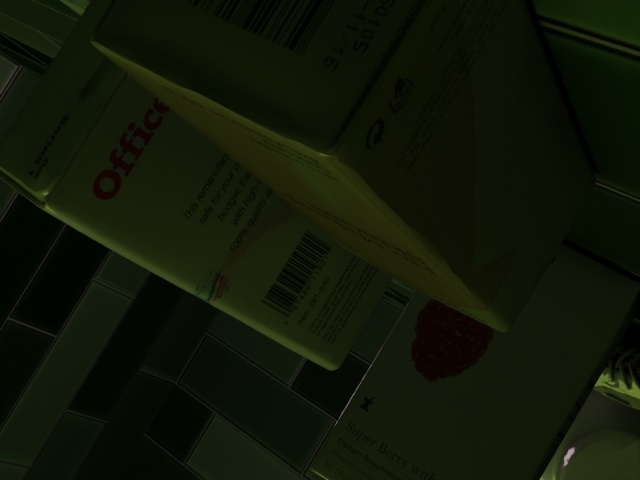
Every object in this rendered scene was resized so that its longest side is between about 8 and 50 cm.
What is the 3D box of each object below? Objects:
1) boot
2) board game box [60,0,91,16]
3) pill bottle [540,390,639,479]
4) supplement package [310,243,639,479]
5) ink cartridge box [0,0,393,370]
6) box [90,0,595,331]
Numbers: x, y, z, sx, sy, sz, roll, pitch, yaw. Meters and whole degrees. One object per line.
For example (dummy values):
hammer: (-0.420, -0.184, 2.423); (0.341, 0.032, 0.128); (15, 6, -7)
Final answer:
boot: (0.334, 0.130, 1.119); (0.258, 0.095, 0.123); (23, 172, -13)
board game box: (-0.207, -0.227, 1.051); (0.154, 0.026, 0.103); (34, 175, -39)
pill bottle: (0.342, 0.249, 1.312); (0.182, 0.181, 0.323); (31, -170, -4)
supplement package: (0.154, 0.138, 0.962); (0.178, 0.293, 0.175); (29, 176, 20)
ink cartridge box: (-0.055, -0.059, 0.715); (0.278, 0.201, 0.117); (34, 175, -40)
box: (0.039, -0.063, 0.543); (0.148, 0.121, 0.311); (28, 175, 30)
